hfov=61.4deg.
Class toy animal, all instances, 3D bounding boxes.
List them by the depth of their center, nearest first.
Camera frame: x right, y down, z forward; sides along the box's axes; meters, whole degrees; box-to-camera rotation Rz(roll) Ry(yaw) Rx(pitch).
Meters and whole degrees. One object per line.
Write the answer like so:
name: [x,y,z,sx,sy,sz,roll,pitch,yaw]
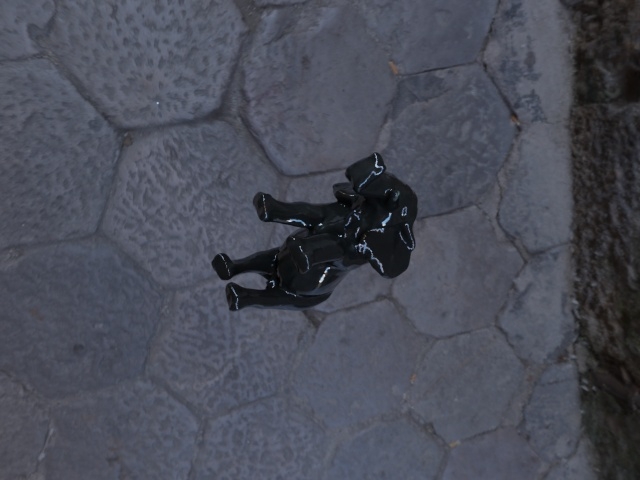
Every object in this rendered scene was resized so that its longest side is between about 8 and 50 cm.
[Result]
toy animal: [0.000,-0.006,0.533,0.146,0.245,0.114,3,67,-40]
